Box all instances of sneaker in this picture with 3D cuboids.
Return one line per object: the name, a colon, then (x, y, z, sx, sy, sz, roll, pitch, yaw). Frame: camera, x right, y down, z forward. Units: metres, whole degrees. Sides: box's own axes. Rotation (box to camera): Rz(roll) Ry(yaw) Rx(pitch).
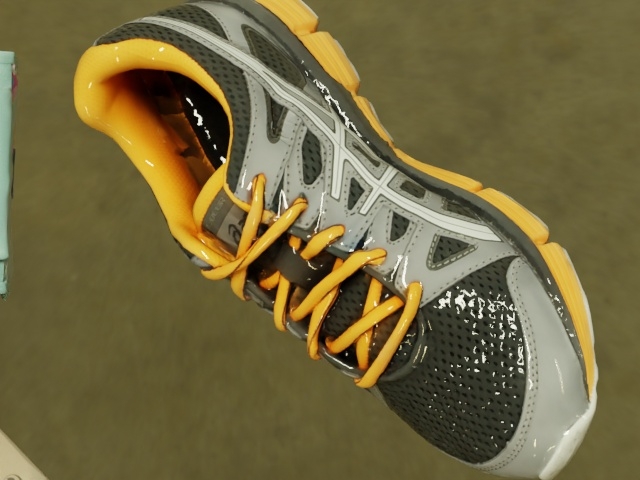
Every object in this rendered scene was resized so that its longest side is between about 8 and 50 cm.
sneaker: (0.000, 0.000, 0.581, 0.215, 0.083, 0.084, 45, 125, 26)

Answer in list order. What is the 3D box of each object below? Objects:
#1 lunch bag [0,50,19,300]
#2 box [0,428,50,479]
lunch bag: (-0.356, -0.066, 1.616, 0.160, 0.262, 0.223, 1, 93, -47)
box: (-0.325, 0.085, 1.072, 0.311, 0.148, 0.121, 50, 58, -13)
